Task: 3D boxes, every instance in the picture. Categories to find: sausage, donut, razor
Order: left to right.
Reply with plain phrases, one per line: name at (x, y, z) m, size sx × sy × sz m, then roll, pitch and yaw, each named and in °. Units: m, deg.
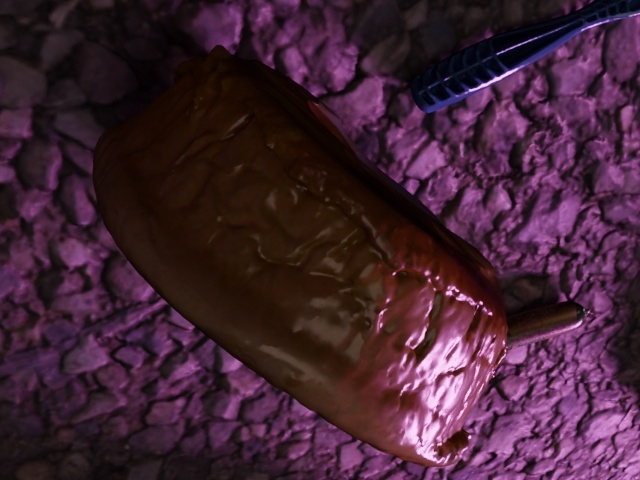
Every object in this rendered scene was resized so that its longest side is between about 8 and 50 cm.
donut at (0.000, 0.000, 0.563) m, size 0.330 × 0.330 × 0.160 m, roll 38°, pitch 91°, yaw -31°
sausage at (0.144, 0.103, 0.813) m, size 0.269 × 0.033 × 0.032 m, roll -15°, pitch 122°, yaw -10°
razor at (0.190, -0.169, 0.669) m, size 0.253 × 0.042 × 0.082 m, roll -27°, pitch 81°, yaw -1°
